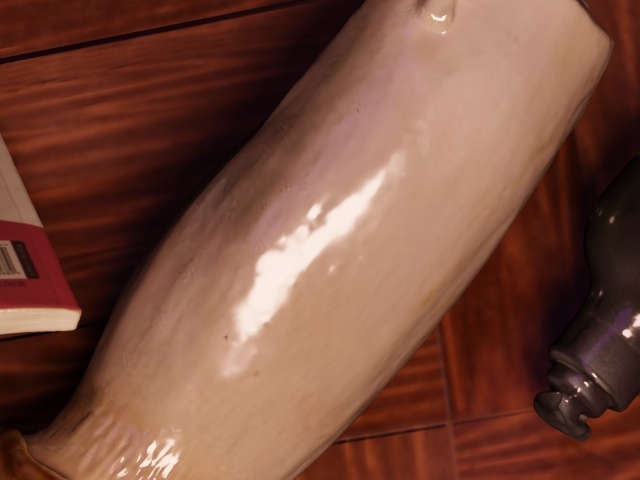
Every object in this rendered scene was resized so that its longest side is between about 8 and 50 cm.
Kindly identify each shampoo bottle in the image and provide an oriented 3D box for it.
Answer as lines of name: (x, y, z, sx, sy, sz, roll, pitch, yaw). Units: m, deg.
shampoo bottle: (0.194, -0.021, 0.829, 0.101, 0.101, 0.284, 38, 79, 24)

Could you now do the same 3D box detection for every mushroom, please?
mushroom: (0.005, -0.002, 0.840, 0.137, 0.154, 0.407, 38, 78, -17)

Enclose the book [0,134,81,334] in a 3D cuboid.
book: (-0.225, -0.025, 0.881, 0.162, 0.022, 0.232, -1, 34, -26)
